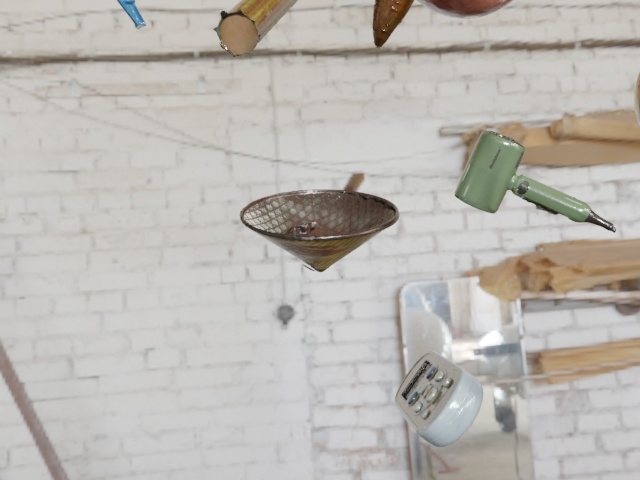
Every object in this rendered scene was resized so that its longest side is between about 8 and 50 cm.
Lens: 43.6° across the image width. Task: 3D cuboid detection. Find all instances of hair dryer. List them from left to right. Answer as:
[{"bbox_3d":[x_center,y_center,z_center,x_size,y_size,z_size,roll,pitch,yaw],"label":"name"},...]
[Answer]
[{"bbox_3d":[0.206,-0.043,0.747,0.150,0.071,0.047,27,16,14],"label":"hair dryer"}]

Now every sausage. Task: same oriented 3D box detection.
[{"bbox_3d":[-0.089,-0.435,1.446,0.082,0.082,0.372,-7,30,22],"label":"sausage"}]

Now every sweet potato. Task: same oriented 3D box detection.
[{"bbox_3d":[0.116,-0.381,1.049,0.057,0.265,0.057,17,7,-2],"label":"sweet potato"}]

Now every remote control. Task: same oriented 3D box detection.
[{"bbox_3d":[0.133,0.179,0.921,0.047,0.087,0.244,33,-2,-1],"label":"remote control"}]

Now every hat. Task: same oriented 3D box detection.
[{"bbox_3d":[0.000,0.000,0.976,0.193,0.082,0.193,-2,19,1],"label":"hat"}]

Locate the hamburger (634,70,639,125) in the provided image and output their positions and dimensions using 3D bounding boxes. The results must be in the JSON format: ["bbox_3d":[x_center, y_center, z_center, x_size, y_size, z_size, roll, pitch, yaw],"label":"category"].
[{"bbox_3d":[0.634,-0.210,1.118,0.395,0.278,0.396,-12,-34,-9],"label":"hamburger"}]

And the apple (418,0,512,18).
[{"bbox_3d":[0.137,-0.275,0.719,0.153,0.120,0.153,-19,-41,-18],"label":"apple"}]

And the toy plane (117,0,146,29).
[{"bbox_3d":[-0.313,-0.444,1.171,0.105,0.254,0.271,-9,5,19],"label":"toy plane"}]
